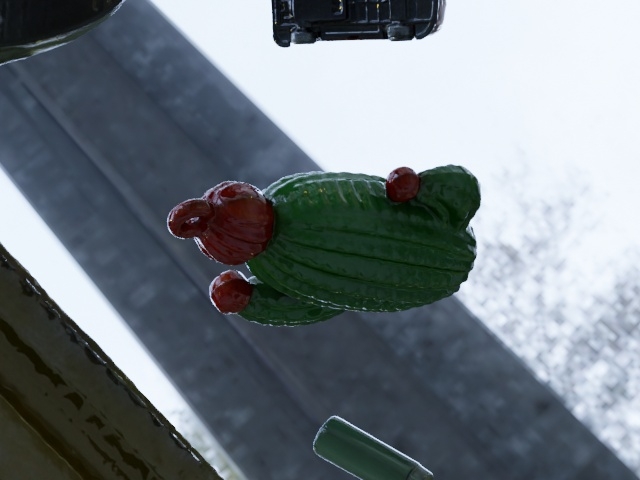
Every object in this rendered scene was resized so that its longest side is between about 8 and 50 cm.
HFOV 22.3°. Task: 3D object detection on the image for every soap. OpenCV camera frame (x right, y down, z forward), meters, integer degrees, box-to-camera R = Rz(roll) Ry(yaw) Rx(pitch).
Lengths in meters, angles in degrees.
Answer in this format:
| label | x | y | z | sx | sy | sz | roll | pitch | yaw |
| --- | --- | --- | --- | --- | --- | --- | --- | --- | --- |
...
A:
| label | x | y | z | sx | sy | sz | roll | pitch | yaw |
| --- | --- | --- | --- | --- | --- | --- | --- | --- | --- |
| soap | -0.147 | 0.106 | 0.743 | 0.233 | 0.076 | 0.135 | 51 | -128 | -24 |

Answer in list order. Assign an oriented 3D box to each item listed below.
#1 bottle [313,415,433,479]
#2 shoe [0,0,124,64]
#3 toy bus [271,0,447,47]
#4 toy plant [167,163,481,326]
| label | x | y | z | sx | sy | sz | roll | pitch | yaw |
| --- | --- | --- | --- | --- | --- | --- | --- | --- | --- |
| bottle | 0.037 | 0.153 | 1.122 | 0.030 | 0.083 | 0.030 | -48 | -25 | -33 |
| shoe | -0.296 | -0.185 | 1.387 | 0.275 | 0.103 | 0.098 | -14 | -19 | -8 |
| toy bus | 0.041 | -0.225 | 1.544 | 0.077 | 0.174 | 0.079 | -15 | -75 | -64 |
| toy plant | 0.002 | 0.007 | 1.120 | 0.240 | 0.088 | 0.154 | -10 | -32 | -21 |
